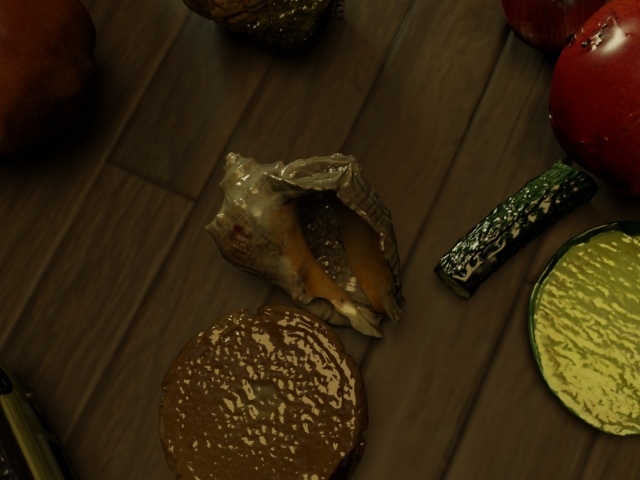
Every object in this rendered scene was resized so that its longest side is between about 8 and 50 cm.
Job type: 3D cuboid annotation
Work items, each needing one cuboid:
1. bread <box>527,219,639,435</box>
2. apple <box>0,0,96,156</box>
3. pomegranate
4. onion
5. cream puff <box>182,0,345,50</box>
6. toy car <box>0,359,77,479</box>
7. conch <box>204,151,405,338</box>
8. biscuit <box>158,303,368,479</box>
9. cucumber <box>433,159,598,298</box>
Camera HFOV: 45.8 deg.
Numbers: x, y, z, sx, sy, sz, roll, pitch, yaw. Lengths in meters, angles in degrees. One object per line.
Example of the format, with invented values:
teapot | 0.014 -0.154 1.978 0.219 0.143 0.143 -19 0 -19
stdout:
bread | 0.321 0.090 0.764 0.228 0.033 0.229 -1 73 3
apple | -0.354 -0.194 0.817 0.229 0.230 0.230 -1 74 5
pomegranate | 0.343 -0.143 0.748 0.235 0.210 0.210 2 72 -24
onion | 0.262 -0.264 0.827 0.131 0.131 0.131 -1 74 5
cream puff | -0.047 -0.296 0.853 0.169 0.183 0.183 34 79 -9
toy car | -0.297 0.235 0.733 0.101 0.124 0.257 -34 65 -5
conch | 0.000 0.000 0.752 0.163 0.178 0.245 -40 98 -16
biscuit | -0.058 0.174 0.753 0.225 0.042 0.226 -1 83 12
cucumber | 0.201 -0.013 0.792 0.187 0.058 0.058 -37 74 -7
